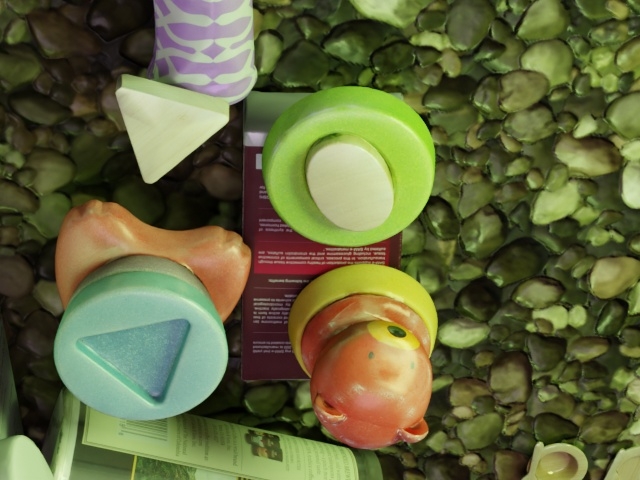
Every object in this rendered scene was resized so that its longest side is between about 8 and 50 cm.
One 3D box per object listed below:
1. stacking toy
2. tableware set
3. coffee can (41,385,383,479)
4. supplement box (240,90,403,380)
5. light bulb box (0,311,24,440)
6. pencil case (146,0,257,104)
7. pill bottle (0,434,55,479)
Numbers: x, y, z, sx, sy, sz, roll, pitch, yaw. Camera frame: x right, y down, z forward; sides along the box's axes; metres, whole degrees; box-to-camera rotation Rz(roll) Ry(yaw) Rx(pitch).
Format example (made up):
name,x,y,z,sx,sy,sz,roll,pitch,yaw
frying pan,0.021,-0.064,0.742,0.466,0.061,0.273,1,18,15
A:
name,x,y,z,sx,sy,sz,roll,pitch,yaw
stacking toy,-0.046,0.030,1.312,0.309,0.130,0.279,5,125,-6
tableware set,0.242,0.241,1.620,0.169,0.020,0.141,9,122,-10
coffee can,-0.107,0.250,1.498,0.275,0.201,0.201,13,121,-11
supplement box,0.000,0.000,1.420,0.130,0.073,0.239,1,122,-3
light bulb box,-0.363,0.130,1.313,0.225,0.358,0.361,-6,122,-2
pencil case,-0.093,-0.196,1.281,0.088,0.086,0.206,-7,123,-6
pill bottle,-0.299,0.220,1.069,0.283,0.161,0.161,-16,122,1
